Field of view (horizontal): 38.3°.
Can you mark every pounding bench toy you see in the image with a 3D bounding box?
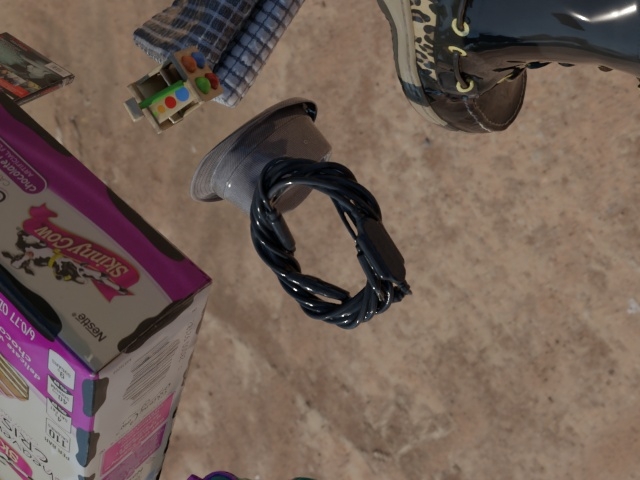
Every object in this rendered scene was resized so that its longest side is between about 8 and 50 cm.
[{"bbox_3d":[-0.135,-0.137,0.842,0.065,0.083,0.052,-29,100,23],"label":"pounding bench toy"}]

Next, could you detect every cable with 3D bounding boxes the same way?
[{"bbox_3d":[0.000,0.000,0.892,0.150,0.047,0.184,-23,108,45],"label":"cable"}]

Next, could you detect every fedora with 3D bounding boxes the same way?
[{"bbox_3d":[-0.081,-0.122,1.599,0.124,0.275,0.244,46,146,12],"label":"fedora"}]

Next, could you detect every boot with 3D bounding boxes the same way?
[{"bbox_3d":[0.207,-0.175,0.767,0.284,0.138,0.377,20,162,27],"label":"boot"}]

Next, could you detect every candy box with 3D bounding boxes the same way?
[{"bbox_3d":[-0.149,0.052,0.470,0.159,0.071,0.233,40,144,14],"label":"candy box"}]

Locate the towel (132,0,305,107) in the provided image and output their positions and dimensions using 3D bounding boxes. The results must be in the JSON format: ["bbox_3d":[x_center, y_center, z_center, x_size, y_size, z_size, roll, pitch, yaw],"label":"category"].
[{"bbox_3d":[-0.132,-0.315,1.236,0.121,0.235,0.283,30,-177,-27],"label":"towel"}]

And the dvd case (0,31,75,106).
[{"bbox_3d":[-0.305,-0.165,0.893,0.087,0.119,0.013,32,120,2],"label":"dvd case"}]

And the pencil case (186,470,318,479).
[{"bbox_3d":[-0.049,0.231,0.783,0.064,0.151,0.070,-47,57,10],"label":"pencil case"}]
